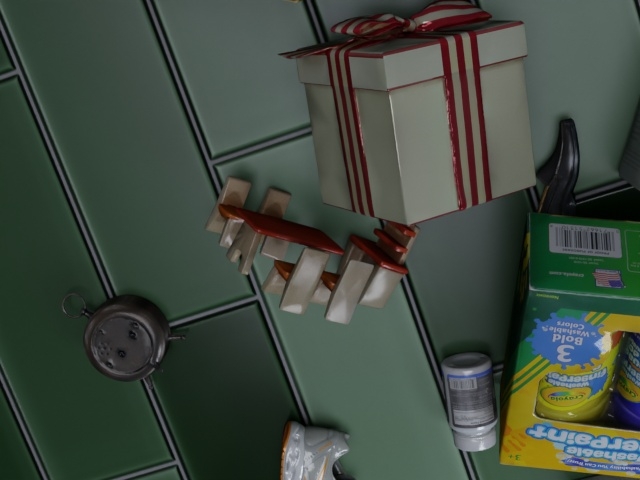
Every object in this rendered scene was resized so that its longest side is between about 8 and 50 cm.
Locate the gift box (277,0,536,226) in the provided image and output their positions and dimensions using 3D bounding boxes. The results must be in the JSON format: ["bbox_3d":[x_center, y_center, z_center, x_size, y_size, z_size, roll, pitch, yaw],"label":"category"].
[{"bbox_3d":[0.108,-0.182,1.558,0.255,0.276,0.258,-19,110,-32],"label":"gift box"}]

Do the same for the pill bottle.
[{"bbox_3d":[0.230,0.247,1.768,0.078,0.078,0.137,-6,104,6],"label":"pill bottle"}]

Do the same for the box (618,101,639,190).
[{"bbox_3d":[0.569,-0.215,1.565,0.215,0.168,0.345,15,102,0],"label":"box"}]

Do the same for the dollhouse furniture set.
[{"bbox_3d":[0.000,0.000,1.648,0.259,0.262,0.135,15,106,-35],"label":"dollhouse furniture set"}]

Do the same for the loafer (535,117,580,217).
[{"bbox_3d":[0.343,-0.094,1.681,0.061,0.062,0.170,3,104,8],"label":"loafer"}]

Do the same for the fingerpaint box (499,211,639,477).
[{"bbox_3d":[0.486,0.165,1.598,0.445,0.163,0.371,6,133,5],"label":"fingerpaint box"}]

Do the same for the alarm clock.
[{"bbox_3d":[-0.318,0.144,1.794,0.192,0.064,0.129,32,105,-1],"label":"alarm clock"}]

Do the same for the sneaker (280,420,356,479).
[{"bbox_3d":[-0.006,0.415,1.824,0.121,0.099,0.262,3,106,-1],"label":"sneaker"}]

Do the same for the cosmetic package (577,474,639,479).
[{"bbox_3d":[0.611,0.474,1.792,0.377,0.097,0.284,-16,106,8],"label":"cosmetic package"}]

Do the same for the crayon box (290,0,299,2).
[{"bbox_3d":[-0.184,-0.394,1.510,0.363,0.313,0.106,10,105,2],"label":"crayon box"}]
